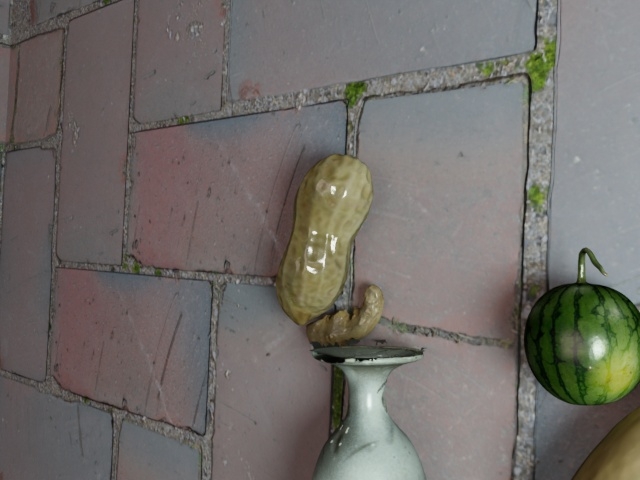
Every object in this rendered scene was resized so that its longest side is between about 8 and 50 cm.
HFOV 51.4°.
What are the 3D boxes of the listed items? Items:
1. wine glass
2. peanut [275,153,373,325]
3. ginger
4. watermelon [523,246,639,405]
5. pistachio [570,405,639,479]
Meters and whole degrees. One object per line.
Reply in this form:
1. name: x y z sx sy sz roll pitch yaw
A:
1. wine glass: 0.070 0.325 0.967 0.191 0.191 0.356 -7 83 40
2. peanut: 0.000 0.000 1.092 0.136 0.120 0.298 -102 29 -76
3. ginger: 0.044 0.137 1.095 0.173 0.051 0.069 -33 67 29
4. watermelon: 0.318 0.103 0.799 0.141 0.141 0.187 1 85 41
5. pistachio: 0.374 0.276 0.729 0.162 0.181 0.293 29 114 -1
